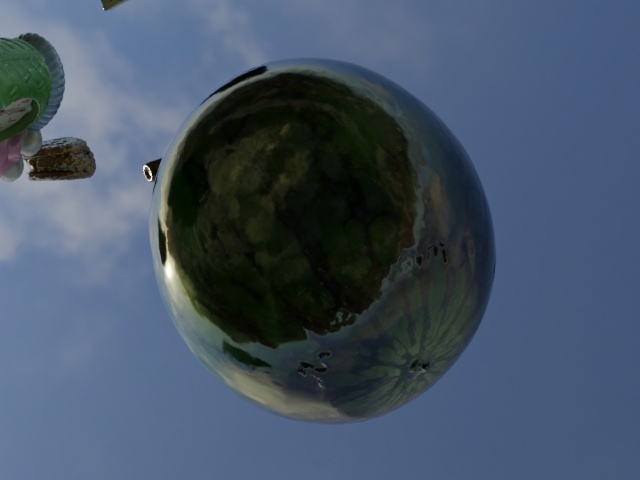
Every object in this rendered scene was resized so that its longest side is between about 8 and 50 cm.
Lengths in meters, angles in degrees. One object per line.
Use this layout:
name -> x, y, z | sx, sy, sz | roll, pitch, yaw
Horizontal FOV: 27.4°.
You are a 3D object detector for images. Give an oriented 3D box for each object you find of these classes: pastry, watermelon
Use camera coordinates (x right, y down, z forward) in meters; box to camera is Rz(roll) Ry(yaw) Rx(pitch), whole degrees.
pastry -> -0.369, -0.111, 1.841 | 0.109, 0.057, 0.097 | -3, -167, 11
watermelon -> 0.000, 0.000, 1.259 | 0.363, 0.363, 0.363 | -20, -132, 24

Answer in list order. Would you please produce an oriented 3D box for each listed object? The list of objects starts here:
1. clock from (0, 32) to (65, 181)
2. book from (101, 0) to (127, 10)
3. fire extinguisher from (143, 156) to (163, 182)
clock -> -0.352, -0.109, 1.200 | 0.100, 0.195, 0.194 | 55, -48, 12
book -> -0.253, -0.481, 1.782 | 0.201, 0.026, 0.289 | -23, -99, 19
fire extinguisher -> -0.153, -0.081, 1.516 | 0.100, 0.032, 0.046 | -20, -107, -31
